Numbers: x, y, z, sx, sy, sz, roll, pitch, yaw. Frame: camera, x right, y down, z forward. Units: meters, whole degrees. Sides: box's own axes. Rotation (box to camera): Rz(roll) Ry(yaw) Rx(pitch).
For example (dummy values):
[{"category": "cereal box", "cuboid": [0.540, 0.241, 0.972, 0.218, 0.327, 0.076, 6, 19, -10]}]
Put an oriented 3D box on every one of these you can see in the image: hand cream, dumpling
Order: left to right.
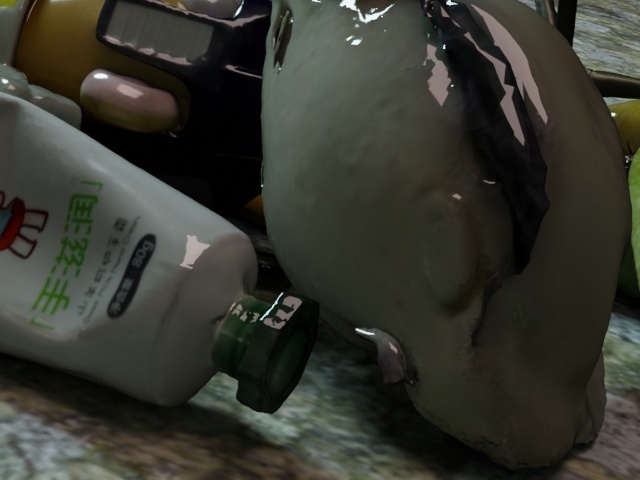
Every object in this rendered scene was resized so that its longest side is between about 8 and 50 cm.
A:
[{"category": "hand cream", "cuboid": [-0.159, -0.014, 0.612, 0.336, 0.121, 0.076, 23, -10, 17]}, {"category": "dumpling", "cuboid": [0.080, -0.036, 0.664, 0.204, 0.163, 0.293, 2, 56, -27]}]

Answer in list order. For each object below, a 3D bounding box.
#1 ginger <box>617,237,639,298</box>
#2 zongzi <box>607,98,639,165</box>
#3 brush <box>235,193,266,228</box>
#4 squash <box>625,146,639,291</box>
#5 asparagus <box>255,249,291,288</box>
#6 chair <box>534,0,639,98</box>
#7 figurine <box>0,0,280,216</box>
[{"category": "ginger", "cuboid": [0.159, -0.030, 0.910, 0.290, 0.089, 0.137, 21, 11, 25]}, {"category": "zongzi", "cuboid": [0.320, -0.083, 1.184, 0.197, 0.099, 0.194, 19, 17, 37]}, {"category": "brush", "cuboid": [0.000, 0.000, 0.822, 0.272, 0.013, 0.103, 27, 22, 36]}, {"category": "squash", "cuboid": [0.281, 0.020, 0.815, 0.236, 0.204, 0.155, 19, -16, -12]}, {"category": "asparagus", "cuboid": [-0.125, -0.007, 0.740, 0.232, 0.023, 0.022, 12, -26, -6]}, {"category": "chair", "cuboid": [0.067, -0.309, 1.119, 0.410, 0.362, 0.365, -8, -19, 5]}, {"category": "figurine", "cuboid": [-0.128, -0.093, 0.793, 0.308, 0.143, 0.308, 6, 35, -4]}]
